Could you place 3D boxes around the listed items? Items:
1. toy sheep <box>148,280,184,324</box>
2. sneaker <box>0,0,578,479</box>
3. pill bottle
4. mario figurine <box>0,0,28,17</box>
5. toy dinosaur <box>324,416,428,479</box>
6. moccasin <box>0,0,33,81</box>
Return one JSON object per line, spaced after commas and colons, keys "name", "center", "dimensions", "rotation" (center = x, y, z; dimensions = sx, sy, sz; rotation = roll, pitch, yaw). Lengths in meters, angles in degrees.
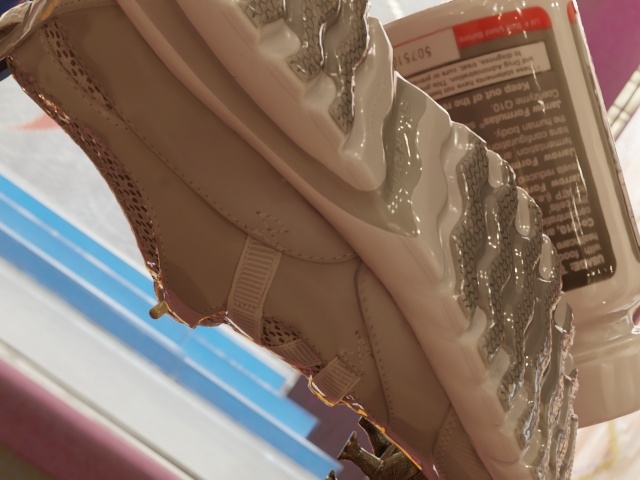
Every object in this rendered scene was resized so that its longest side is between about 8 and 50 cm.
{"name": "toy sheep", "center": [-0.111, 0.036, 1.198], "dimensions": [0.091, 0.132, 0.091], "rotation": [22, -54, 35]}
{"name": "sneaker", "center": [0.000, 0.000, 0.456], "dimensions": [0.115, 0.105, 0.281], "rotation": [-21, -64, 32]}
{"name": "pill bottle", "center": [0.129, -0.016, 0.874], "dimensions": [0.161, 0.161, 0.283], "rotation": [151, -76, -83]}
{"name": "mario figurine", "center": [-0.159, -0.270, 0.838], "dimensions": [0.320, 0.198, 0.170], "rotation": [-19, -11, 42]}
{"name": "toy dinosaur", "center": [0.082, 0.275, 1.346], "dimensions": [0.160, 0.313, 0.121], "rotation": [30, 12, 6]}
{"name": "moccasin", "center": [-0.350, -0.197, 1.226], "dimensions": [0.117, 0.342, 0.137], "rotation": [56, 17, -19]}
